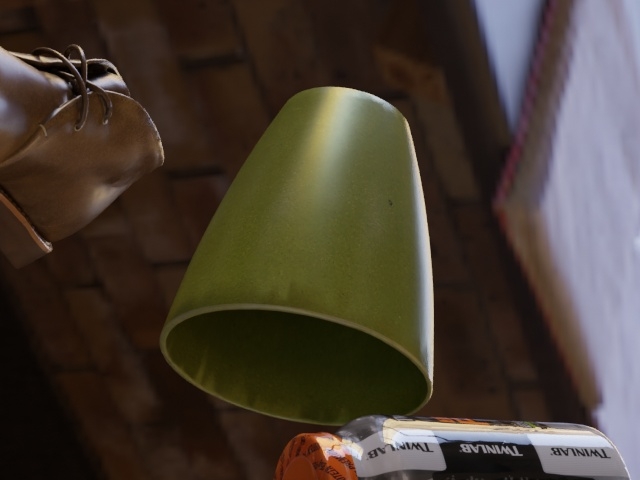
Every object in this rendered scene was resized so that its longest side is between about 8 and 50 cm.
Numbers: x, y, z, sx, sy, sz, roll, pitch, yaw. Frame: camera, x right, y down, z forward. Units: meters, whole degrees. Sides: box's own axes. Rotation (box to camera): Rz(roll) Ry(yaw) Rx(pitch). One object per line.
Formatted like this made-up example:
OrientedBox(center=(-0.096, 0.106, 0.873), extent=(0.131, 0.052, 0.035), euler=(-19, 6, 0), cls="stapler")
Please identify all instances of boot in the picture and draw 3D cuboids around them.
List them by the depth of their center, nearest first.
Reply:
OrientedBox(center=(-0.165, -0.081, 1.048), extent=(0.112, 0.115, 0.305), euler=(63, -1, 17), cls="boot")

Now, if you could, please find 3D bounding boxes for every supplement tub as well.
OrientedBox(center=(0.074, 0.159, 1.112), extent=(0.190, 0.117, 0.117), euler=(5, 77, -24), cls="supplement tub")

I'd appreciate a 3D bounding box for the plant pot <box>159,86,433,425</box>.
OrientedBox(center=(0.000, 0.000, 1.978), extent=(0.275, 0.275, 0.293), euler=(52, 42, -53), cls="plant pot")
